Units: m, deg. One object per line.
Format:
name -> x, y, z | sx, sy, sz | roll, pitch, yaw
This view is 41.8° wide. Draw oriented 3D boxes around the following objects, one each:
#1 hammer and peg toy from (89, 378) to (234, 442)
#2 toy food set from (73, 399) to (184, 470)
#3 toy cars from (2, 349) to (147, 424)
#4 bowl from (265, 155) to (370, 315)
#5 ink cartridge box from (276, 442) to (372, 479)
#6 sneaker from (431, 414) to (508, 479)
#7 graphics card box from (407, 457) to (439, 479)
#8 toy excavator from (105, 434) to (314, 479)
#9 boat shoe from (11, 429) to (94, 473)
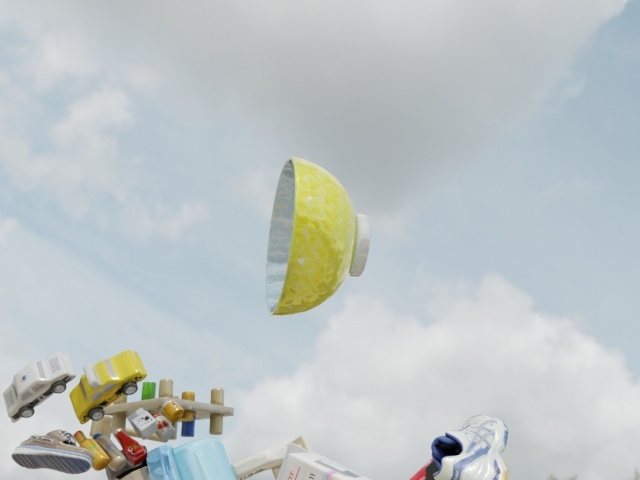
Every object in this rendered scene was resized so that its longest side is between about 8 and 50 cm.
hammer and peg toy -> -0.441, 0.465, 2.270 | 0.361, 0.127, 0.266 | -16, -25, 37
toy food set -> -0.428, 0.428, 1.885 | 0.104, 0.232, 0.111 | 38, -33, 31
toy cars -> -0.579, 0.321, 1.903 | 0.394, 0.176, 0.087 | -5, -36, 27
bowl -> 0.000, 0.000, 1.505 | 0.156, 0.289, 0.289 | 6, -29, -11
ink cartridge box -> 0.007, 0.611, 1.885 | 0.354, 0.207, 0.119 | 17, -1, 34
sneaker -> 0.278, 0.391, 1.595 | 0.131, 0.111, 0.296 | 28, 12, 2
graphics card box -> 0.403, 0.705, 2.135 | 0.371, 0.233, 0.094 | 47, -4, 18
toy excavator -> -0.244, 0.590, 2.076 | 0.445, 0.222, 0.433 | -24, -26, -1
boat shoe -> -0.491, 0.386, 1.560 | 0.183, 0.066, 0.066 | -1, -48, 25
